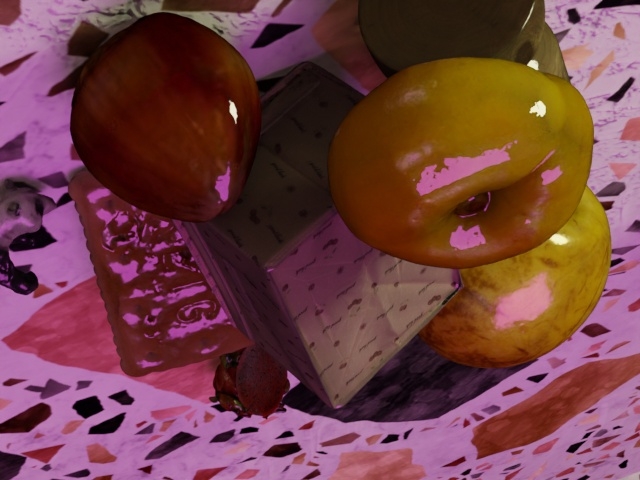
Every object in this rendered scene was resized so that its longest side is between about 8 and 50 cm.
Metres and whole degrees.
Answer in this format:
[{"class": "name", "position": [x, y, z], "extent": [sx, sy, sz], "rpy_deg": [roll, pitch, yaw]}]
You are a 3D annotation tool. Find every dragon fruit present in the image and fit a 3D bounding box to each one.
[{"class": "dragon fruit", "position": [-0.106, 0.206, 2.021], "extent": [0.138, 0.142, 0.175], "rpy_deg": [-43, -171, -33]}]

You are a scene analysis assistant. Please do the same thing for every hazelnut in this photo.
[{"class": "hazelnut", "position": [-0.139, -0.108, 1.367], "extent": [0.208, 0.208, 0.208], "rpy_deg": [-15, 151, -9]}]

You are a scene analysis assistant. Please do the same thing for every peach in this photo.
[{"class": "peach", "position": [0.134, -0.073, 1.311], "extent": [0.251, 0.153, 0.251], "rpy_deg": [-13, 147, -8]}]

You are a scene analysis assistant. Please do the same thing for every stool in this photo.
[{"class": "stool", "position": [0.159, -0.182, 1.451], "extent": [0.179, 0.179, 0.264], "rpy_deg": [-24, 151, 8]}]

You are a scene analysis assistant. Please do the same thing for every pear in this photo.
[{"class": "pear", "position": [0.228, 0.021, 1.765], "extent": [0.281, 0.280, 0.280], "rpy_deg": [-15, 151, -9]}]

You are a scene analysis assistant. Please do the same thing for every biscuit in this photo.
[{"class": "biscuit", "position": [-0.161, 0.026, 1.654], "extent": [0.217, 0.044, 0.325], "rpy_deg": [-14, 132, -8]}]

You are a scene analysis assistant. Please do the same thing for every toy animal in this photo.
[{"class": "toy animal", "position": [-0.390, 0.014, 1.547], "extent": [0.225, 0.094, 0.121], "rpy_deg": [-23, 142, 9]}]

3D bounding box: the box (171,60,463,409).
[{"class": "box", "position": [0.000, 0.000, 1.551], "extent": [0.225, 0.190, 0.297], "rpy_deg": [-42, 145, -14]}]
